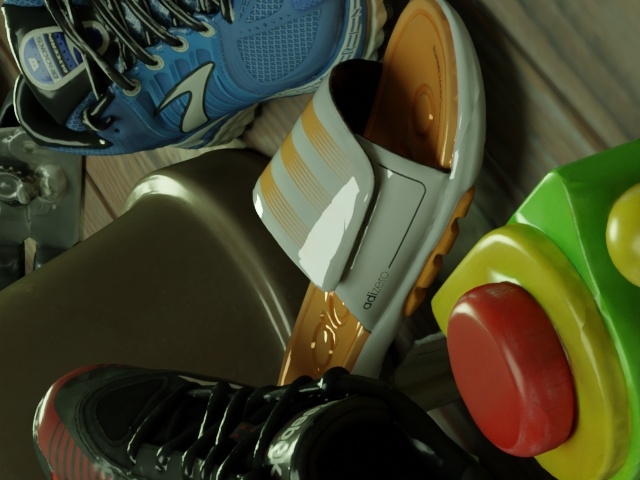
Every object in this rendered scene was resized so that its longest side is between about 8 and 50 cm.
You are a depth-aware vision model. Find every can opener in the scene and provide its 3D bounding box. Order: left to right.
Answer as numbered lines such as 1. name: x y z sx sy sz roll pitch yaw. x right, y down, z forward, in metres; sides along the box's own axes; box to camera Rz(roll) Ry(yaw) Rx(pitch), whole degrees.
1. can opener: -0.228 0.003 1.308 0.095 0.076 0.283 -91 8 -46

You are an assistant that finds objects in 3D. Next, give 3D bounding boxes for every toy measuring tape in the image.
1. toy measuring tape: 0.099 0.061 0.704 0.121 0.121 0.330 63 161 14

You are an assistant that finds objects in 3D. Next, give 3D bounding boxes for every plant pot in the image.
1. plant pot: -0.113 0.102 0.971 0.263 0.229 0.263 40 141 43

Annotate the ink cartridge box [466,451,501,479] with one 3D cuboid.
1. ink cartridge box: 0.080 0.178 0.848 0.109 0.062 0.209 22 125 55

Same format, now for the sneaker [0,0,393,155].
1. sneaker: -0.078 -0.109 0.861 0.330 0.147 0.130 -35 77 61

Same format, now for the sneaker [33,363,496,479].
1. sneaker: -0.023 0.104 0.743 0.276 0.097 0.135 21 147 27

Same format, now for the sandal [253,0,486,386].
1. sandal: 0.003 0.006 0.789 0.102 0.076 0.265 -121 44 -53
